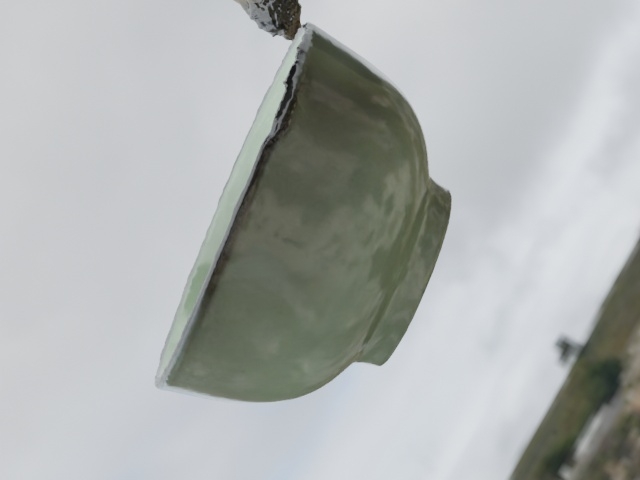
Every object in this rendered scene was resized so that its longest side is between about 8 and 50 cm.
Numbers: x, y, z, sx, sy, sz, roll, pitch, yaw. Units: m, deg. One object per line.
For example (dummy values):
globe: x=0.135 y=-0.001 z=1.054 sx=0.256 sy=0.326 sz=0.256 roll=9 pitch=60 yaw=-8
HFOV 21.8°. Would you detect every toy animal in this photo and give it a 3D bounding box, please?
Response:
toy animal: x=-0.100 y=-0.280 z=1.758 sx=0.086 sy=0.219 sz=0.069 roll=-37 pitch=-31 yaw=-55

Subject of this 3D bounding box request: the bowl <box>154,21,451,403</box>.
bowl: x=0.000 y=0.000 z=1.491 sx=0.354 sy=0.185 sz=0.354 roll=-158 pitch=90 yaw=-84
